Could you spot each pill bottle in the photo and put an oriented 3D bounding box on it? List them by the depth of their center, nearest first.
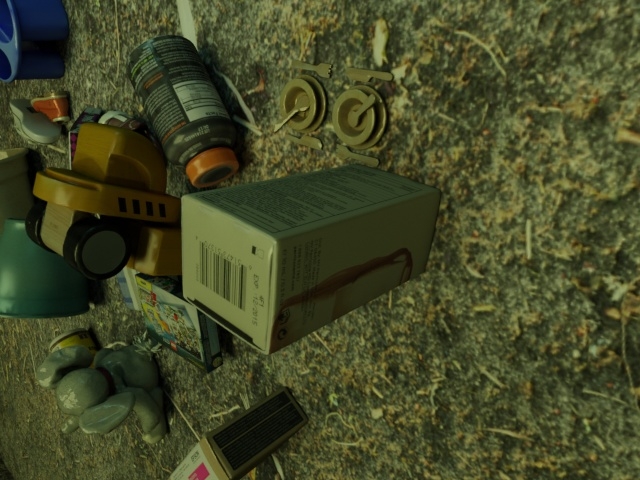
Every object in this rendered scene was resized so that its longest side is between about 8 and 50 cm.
[{"bbox_3d":[-0.230,-0.216,0.847,0.130,0.131,0.245,-34,78,43],"label":"pill bottle"},{"bbox_3d":[-0.729,0.385,1.493,0.215,0.117,0.117,54,131,16],"label":"pill bottle"}]

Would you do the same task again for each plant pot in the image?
[{"bbox_3d":[-0.789,0.069,1.374,0.272,0.272,0.255,6,91,41],"label":"plant pot"},{"bbox_3d":[-1.034,-0.099,1.524,0.334,0.334,0.305,11,121,40],"label":"plant pot"}]

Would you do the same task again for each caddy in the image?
[{"bbox_3d":[-0.786,-0.551,1.224,0.341,0.179,0.241,47,130,22],"label":"caddy"}]

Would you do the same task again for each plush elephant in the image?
[{"bbox_3d":[-0.545,0.383,1.228,0.272,0.256,0.329,40,126,27],"label":"plush elephant"}]

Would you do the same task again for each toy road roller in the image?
[{"bbox_3d":[-0.328,-0.069,0.876,0.203,0.330,0.240,20,98,37],"label":"toy road roller"}]

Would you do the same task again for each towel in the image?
[{"bbox_3d":[-0.429,0.074,1.186,0.285,0.034,0.209,-7,100,45],"label":"towel"}]

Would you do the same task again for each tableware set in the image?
[{"bbox_3d":[0.007,-0.186,0.702,0.194,0.039,0.128,23,117,36],"label":"tableware set"}]

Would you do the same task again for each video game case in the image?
[{"bbox_3d":[-0.544,-0.171,1.138,0.210,0.042,0.231,-117,35,-58],"label":"video game case"}]

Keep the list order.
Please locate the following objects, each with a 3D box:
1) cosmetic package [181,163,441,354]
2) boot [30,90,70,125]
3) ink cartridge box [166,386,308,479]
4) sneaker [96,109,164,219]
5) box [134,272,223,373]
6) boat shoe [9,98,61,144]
[{"bbox_3d":[0.000,0.000,0.588,0.153,0.296,0.129,24,119,37],"label":"cosmetic package"},{"bbox_3d":[-0.727,-0.350,1.316,0.158,0.059,0.084,4,110,41],"label":"boot"},{"bbox_3d":[-0.159,0.399,0.923,0.088,0.193,0.234,52,130,18],"label":"ink cartridge box"},{"bbox_3d":[-0.413,-0.132,1.061,0.163,0.106,0.281,19,114,34],"label":"sneaker"},{"bbox_3d":[-0.305,0.166,1.042,0.233,0.044,0.159,17,121,39],"label":"box"},{"bbox_3d":[-0.803,-0.314,1.370,0.268,0.096,0.088,35,128,32],"label":"boat shoe"}]
